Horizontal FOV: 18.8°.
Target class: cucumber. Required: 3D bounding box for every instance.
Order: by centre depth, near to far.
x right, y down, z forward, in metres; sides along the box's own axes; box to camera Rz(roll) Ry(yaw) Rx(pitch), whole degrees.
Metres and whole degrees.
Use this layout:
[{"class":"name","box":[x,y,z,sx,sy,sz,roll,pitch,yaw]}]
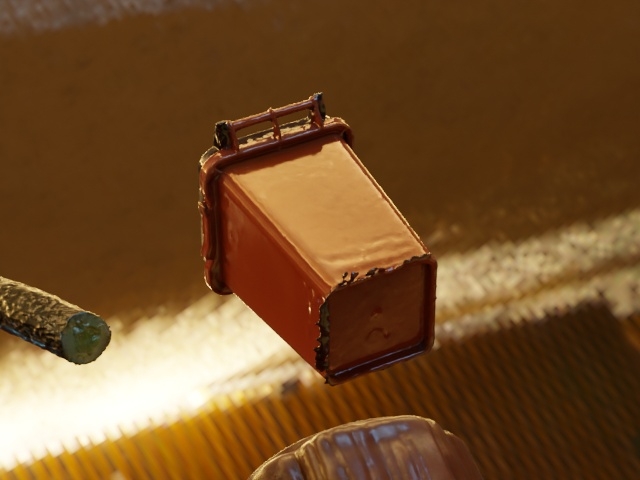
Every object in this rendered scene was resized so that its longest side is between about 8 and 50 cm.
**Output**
[{"class":"cucumber","box":[-0.292,0.066,1.872,0.058,0.215,0.052,17,-88,-49]}]

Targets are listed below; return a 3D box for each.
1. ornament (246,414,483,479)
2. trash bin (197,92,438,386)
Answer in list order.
[{"class":"ornament","box":[0.042,0.253,1.287,0.221,0.217,0.235,-18,-34,-5]},{"class":"trash bin","box":[0.000,0.000,1.735,0.161,0.238,0.184,-18,-52,-22]}]
